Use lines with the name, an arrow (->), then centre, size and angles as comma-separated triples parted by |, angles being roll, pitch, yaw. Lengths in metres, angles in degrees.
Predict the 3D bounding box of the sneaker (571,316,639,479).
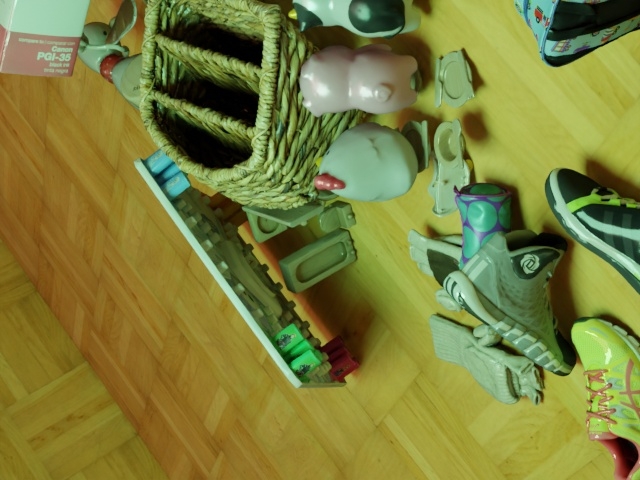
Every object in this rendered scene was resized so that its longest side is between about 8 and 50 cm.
sneaker -> 0.335, 0.186, 1.365 | 0.208, 0.094, 0.081 | 62, 155, -2

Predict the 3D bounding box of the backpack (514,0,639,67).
backpack -> 0.232, -0.237, 1.027 | 0.117, 0.173, 0.158 | 46, 151, 25

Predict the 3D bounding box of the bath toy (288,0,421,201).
bath toy -> 0.032, -0.202, 1.393 | 0.151, 0.129, 0.348 | 25, 128, 48

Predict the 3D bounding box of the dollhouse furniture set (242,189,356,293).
dollhouse furniture set -> 0.000, 0.000, 1.692 | 0.123, 0.144, 0.151 | 18, 131, 54

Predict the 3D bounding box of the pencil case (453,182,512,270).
pencil case -> 0.192, 0.007, 1.429 | 0.064, 0.070, 0.151 | -69, -21, -68

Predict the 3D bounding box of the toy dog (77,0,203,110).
toy dog -> -0.250, -0.281, 1.814 | 0.334, 0.161, 0.220 | 41, 178, 22

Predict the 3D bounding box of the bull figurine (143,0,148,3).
bull figurine -> -0.221, -0.408, 1.680 | 0.310, 0.101, 0.188 | 18, 164, 43

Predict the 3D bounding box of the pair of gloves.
pair of gloves -> 0.201, 0.105, 1.570 | 0.204, 0.042, 0.240 | 29, 141, 45

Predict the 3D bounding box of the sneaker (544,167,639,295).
sneaker -> 0.334, -0.013, 1.214 | 0.234, 0.084, 0.097 | 45, 126, 24

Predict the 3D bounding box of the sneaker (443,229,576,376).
sneaker -> 0.257, 0.063, 1.390 | 0.229, 0.132, 0.086 | 34, -173, -37

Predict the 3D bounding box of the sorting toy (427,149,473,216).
sorting toy -> 0.150, -0.079, 1.474 | 0.075, 0.045, 0.083 | -144, 52, -64

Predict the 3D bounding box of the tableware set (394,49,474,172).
tableware set -> 0.129, -0.149, 1.417 | 0.169, 0.020, 0.141 | 4, 100, 60

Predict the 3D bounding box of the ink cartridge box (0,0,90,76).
ink cartridge box -> -0.395, -0.396, 1.645 | 0.207, 0.117, 0.283 | 47, 126, 42

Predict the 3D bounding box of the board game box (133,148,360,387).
board game box -> -0.094, 0.050, 1.799 | 0.390, 0.050, 0.390 | 53, -176, 12

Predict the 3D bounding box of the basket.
basket -> -0.127, -0.185, 1.565 | 0.299, 0.213, 0.223 | 27, 173, 46
